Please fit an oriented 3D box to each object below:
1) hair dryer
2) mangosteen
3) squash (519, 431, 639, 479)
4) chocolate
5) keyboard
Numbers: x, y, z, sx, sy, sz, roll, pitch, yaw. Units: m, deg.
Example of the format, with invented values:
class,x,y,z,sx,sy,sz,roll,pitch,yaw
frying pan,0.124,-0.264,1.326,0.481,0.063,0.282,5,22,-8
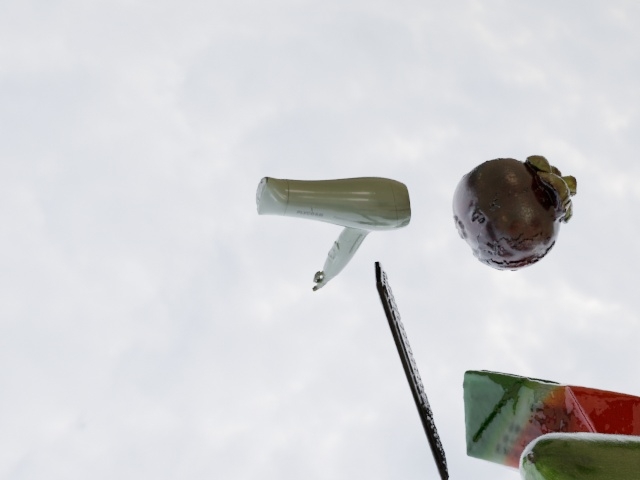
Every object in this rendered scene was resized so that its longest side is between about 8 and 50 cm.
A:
class,x,y,z,sx,sy,sz,roll,pitch,yaw
hair dryer,0.000,0.000,1.014,0.206,0.237,0.075,2,-130,-15
mangosteen,0.278,-0.047,1.019,0.166,0.180,0.166,57,-173,-11
squash,0.385,0.289,0.884,0.395,0.107,0.107,9,-135,-31
chocolate,0.468,0.357,1.268,0.360,0.341,0.162,29,-109,-41
keyboard,0.089,0.115,0.874,0.103,0.041,0.381,-80,-35,-74
